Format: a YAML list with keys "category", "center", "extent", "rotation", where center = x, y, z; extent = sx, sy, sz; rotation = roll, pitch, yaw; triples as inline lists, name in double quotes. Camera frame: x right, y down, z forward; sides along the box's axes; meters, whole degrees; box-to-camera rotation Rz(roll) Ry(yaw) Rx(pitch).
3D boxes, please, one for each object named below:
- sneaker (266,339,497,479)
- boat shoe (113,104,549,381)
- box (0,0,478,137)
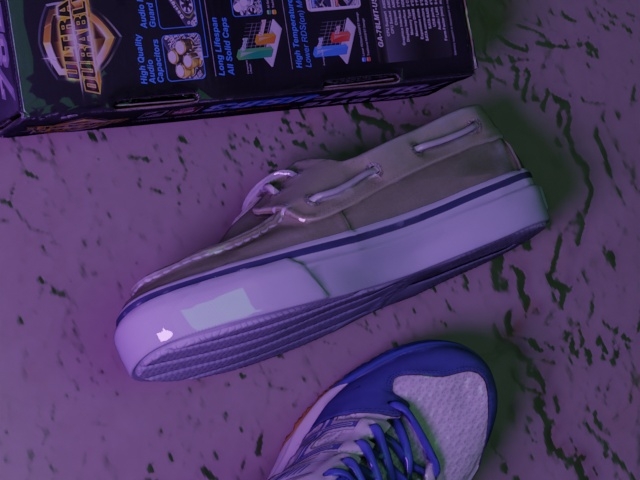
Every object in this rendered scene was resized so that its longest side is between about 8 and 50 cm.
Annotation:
- category: "sneaker"
  center: [0.013, 0.162, 1.114]
  extent: [0.296, 0.131, 0.112]
  rotation: [-41, 98, -25]
- category: "boat shoe"
  center: [0.000, 0.000, 1.158]
  extent: [0.302, 0.109, 0.094]
  rotation: [-19, 75, -35]
- category: "box"
  center: [-0.069, -0.221, 1.162]
  extent: [0.293, 0.073, 0.296]
  rotation: [-9, 87, -25]
